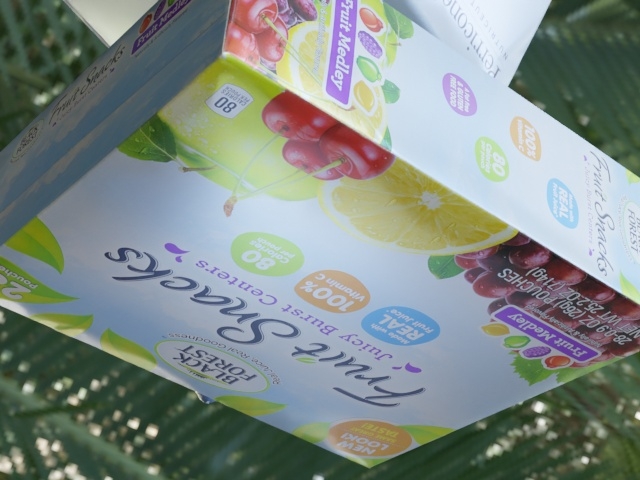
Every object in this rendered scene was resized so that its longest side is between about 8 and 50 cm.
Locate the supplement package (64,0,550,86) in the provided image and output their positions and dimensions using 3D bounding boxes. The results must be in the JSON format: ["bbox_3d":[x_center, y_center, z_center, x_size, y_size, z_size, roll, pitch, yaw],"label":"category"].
[{"bbox_3d":[-0.042,-0.183,0.511,0.204,0.262,0.145,7,-120,44],"label":"supplement package"}]

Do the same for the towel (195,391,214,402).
[{"bbox_3d":[-0.052,0.041,0.699,0.119,0.067,0.029,80,-14,-54],"label":"towel"}]

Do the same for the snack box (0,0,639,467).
[{"bbox_3d":[0.000,0.000,0.483,0.174,0.207,0.070,-32,-141,41],"label":"snack box"}]
